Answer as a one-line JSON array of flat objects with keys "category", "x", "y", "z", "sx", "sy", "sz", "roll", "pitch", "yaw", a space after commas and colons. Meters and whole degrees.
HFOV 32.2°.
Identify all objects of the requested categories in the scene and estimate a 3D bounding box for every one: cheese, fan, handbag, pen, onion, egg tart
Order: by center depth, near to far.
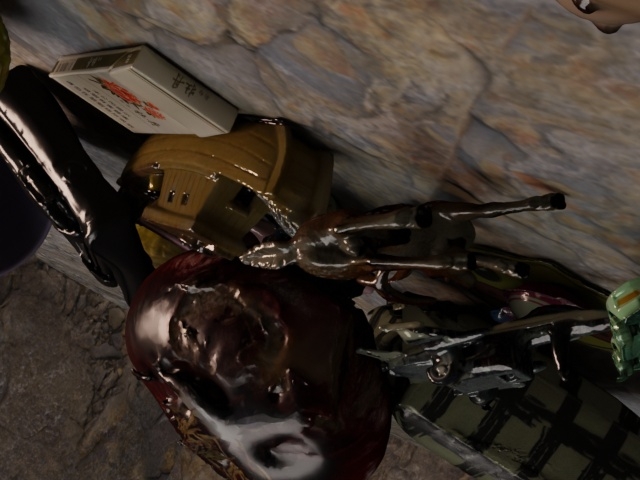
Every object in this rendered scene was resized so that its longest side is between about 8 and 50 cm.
[{"category": "cheese", "x": 0.206, "y": 0.069, "z": 1.038, "sx": 0.095, "sy": 0.038, "sz": 0.145, "roll": 28, "pitch": 165, "yaw": -9}, {"category": "fan", "x": 0.227, "y": 0.071, "z": 1.120, "sx": 0.229, "sy": 0.011, "sz": 0.335, "roll": 22, "pitch": 166, "yaw": 17}, {"category": "onion", "x": -0.058, "y": 0.128, "z": 1.145, "sx": 0.314, "sy": 0.232, "sz": 0.314, "roll": 27, "pitch": 145, "yaw": 20}, {"category": "handbag", "x": -0.276, "y": -0.048, "z": 1.253, "sx": 0.244, "sy": 0.088, "sz": 0.275, "roll": 50, "pitch": 166, "yaw": 16}, {"category": "handbag", "x": 0.206, "y": 0.191, "z": 1.297, "sx": 0.325, "sy": 0.163, "sz": 0.327, "roll": 32, "pitch": 180, "yaw": -10}, {"category": "pen", "x": -0.020, "y": 0.013, "z": 1.341, "sx": 0.197, "sy": 0.032, "sz": 0.053, "roll": 28, "pitch": 168, "yaw": -17}, {"category": "egg tart", "x": -0.276, "y": 0.032, "z": 1.822, "sx": 0.231, "sy": 0.098, "sz": 0.252, "roll": 22, "pitch": 173, "yaw": -13}]

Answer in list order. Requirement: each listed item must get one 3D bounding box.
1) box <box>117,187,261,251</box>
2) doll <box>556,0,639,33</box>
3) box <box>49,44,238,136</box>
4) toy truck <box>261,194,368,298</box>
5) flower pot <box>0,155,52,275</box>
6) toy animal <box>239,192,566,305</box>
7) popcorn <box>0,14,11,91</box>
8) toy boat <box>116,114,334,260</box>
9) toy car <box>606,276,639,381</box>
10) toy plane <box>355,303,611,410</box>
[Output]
[{"category": "box", "x": -0.139, "y": -0.008, "z": 1.375, "sx": 0.224, "sy": 0.069, "sz": 0.120, "roll": 33, "pitch": 180, "yaw": -28}, {"category": "doll", "x": 0.165, "y": -0.097, "z": 0.326, "sx": 0.278, "sy": 0.119, "sz": 0.154, "roll": 19, "pitch": 171, "yaw": -17}, {"category": "box", "x": -0.169, "y": -0.136, "z": 1.024, "sx": 0.109, "sy": 0.029, "sz": 0.198, "roll": 33, "pitch": 167, "yaw": -32}, {"category": "toy truck", "x": 0.000, "y": 0.000, "z": 1.167, "sx": 0.088, "sy": 0.074, "sz": 0.202, "roll": 12, "pitch": 163, "yaw": 20}, {"category": "flower pot", "x": -0.513, "y": -0.098, "z": 1.449, "sx": 0.243, "sy": 0.265, "sz": 0.265, "roll": 34, "pitch": 173, "yaw": 30}, {"category": "toy animal", "x": 0.067, "y": -0.002, "z": 0.880, "sx": 0.243, "sy": 0.087, "sz": 0.260, "roll": 10, "pitch": 172, "yaw": -33}, {"category": "popcorn", "x": -0.383, "y": -0.159, "z": 0.966, "sx": 0.198, "sy": 0.212, "sz": 0.198, "roll": 32, "pitch": 150, "yaw": 21}, {"category": "toy boat", "x": -0.105, "y": -0.048, "z": 1.051, "sx": 0.089, "sy": 0.121, "sz": 0.321, "roll": 28, "pitch": 169, "yaw": -35}, {"category": "toy car", "x": 0.257, "y": 0.057, "z": 0.847, "sx": 0.058, "sy": 0.093, "sz": 0.186, "roll": 68, "pitch": -173, "yaw": 24}, {"category": "toy plane", "x": 0.163, "y": 0.099, "z": 0.975, "sx": 0.262, "sy": 0.088, "sz": 0.192, "roll": -7, "pitch": 155, "yaw": 40}]
